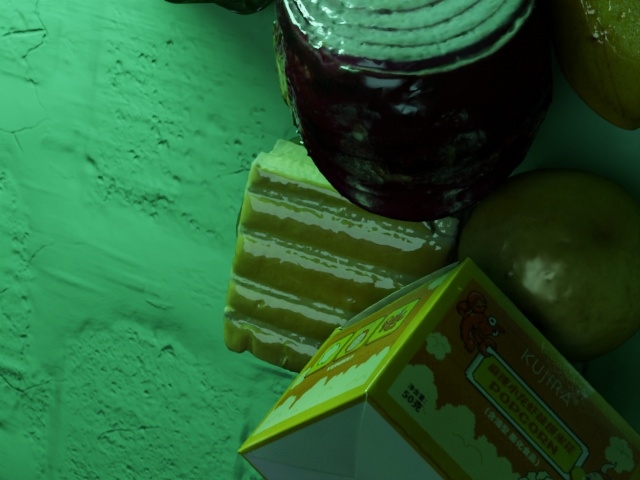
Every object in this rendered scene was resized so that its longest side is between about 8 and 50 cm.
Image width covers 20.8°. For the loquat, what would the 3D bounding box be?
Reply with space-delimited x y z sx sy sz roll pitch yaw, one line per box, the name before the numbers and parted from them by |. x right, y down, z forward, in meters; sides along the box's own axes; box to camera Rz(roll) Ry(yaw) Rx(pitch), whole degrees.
loquat | 0.239 0.023 1.771 0.208 0.208 0.208 8 108 27

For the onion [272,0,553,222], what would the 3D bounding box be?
onion | 0.099 -0.169 1.743 0.281 0.337 0.260 -15 134 -5

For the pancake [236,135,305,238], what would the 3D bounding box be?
pancake | 0.000 0.000 1.980 0.242 0.050 0.242 8 107 28

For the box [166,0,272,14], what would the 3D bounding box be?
box | -0.141 -0.417 1.866 0.252 0.178 0.329 27 116 19

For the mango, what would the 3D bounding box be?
mango | 0.296 -0.215 1.726 0.141 0.102 0.217 -10 104 6

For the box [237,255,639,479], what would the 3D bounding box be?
box | 0.126 0.207 1.717 0.283 0.214 0.259 45 144 -9

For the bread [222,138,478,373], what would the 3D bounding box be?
bread | 0.033 0.040 1.886 0.246 0.111 0.239 16 116 10
